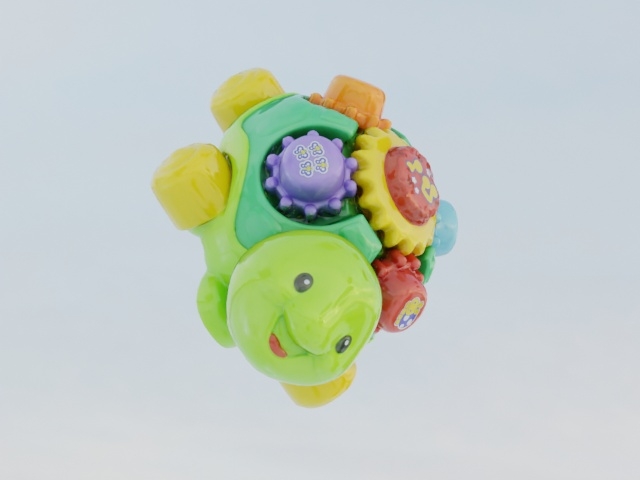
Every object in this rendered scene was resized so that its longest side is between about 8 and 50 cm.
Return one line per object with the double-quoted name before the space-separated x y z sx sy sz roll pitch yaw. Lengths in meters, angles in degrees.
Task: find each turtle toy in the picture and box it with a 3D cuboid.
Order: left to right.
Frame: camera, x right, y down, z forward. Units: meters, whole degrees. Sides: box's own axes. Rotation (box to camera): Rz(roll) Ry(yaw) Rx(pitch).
"turtle toy" 0.000 0.000 0.551 0.066 0.130 0.095 -21 -67 31
